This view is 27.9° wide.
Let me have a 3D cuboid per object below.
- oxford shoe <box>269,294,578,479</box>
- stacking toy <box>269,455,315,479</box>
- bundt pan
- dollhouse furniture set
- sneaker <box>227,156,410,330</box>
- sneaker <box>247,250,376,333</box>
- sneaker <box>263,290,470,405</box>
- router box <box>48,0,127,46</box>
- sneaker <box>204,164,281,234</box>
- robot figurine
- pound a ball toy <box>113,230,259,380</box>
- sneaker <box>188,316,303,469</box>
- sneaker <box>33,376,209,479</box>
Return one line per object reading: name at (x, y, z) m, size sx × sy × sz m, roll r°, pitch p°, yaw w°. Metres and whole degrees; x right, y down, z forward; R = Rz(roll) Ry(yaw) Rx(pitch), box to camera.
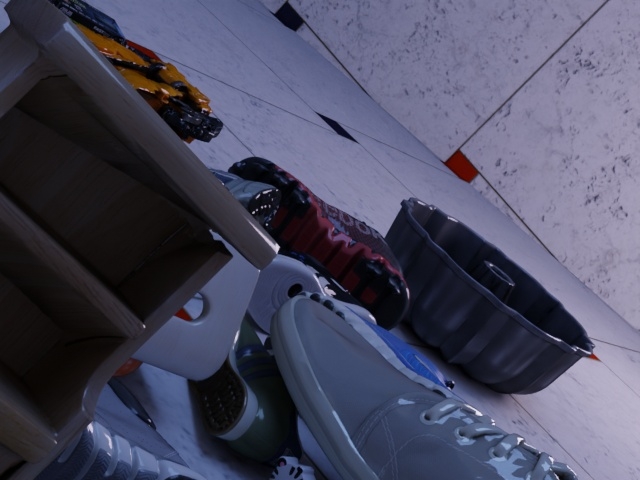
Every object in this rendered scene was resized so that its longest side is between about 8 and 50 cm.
oxford shoe at (0.118, 0.190, 0.982) m, size 0.169 × 0.130 × 0.449 m, roll 22°, pitch 23°, yaw -54°
stacking toy at (0.063, 0.254, 0.996) m, size 0.221 × 0.052 × 0.167 m, roll 47°, pitch 16°, yaw 31°
bundt pan at (0.208, 0.090, 1.755) m, size 0.331 × 0.124 × 0.331 m, roll 35°, pitch 13°, yaw -9°
dollhouse furniture set at (-0.092, 0.096, 0.495) m, size 0.362 × 0.256 × 0.394 m, roll 48°, pitch -5°, yaw -37°
sneaker at (0.000, 0.000, 1.576) m, size 0.276 × 0.097 × 0.135 m, roll 41°, pitch 14°, yaw 4°
sneaker at (-0.040, 0.048, 1.382) m, size 0.217 × 0.079 × 0.121 m, roll 35°, pitch 8°, yaw -48°
sneaker at (0.095, 0.169, 1.195) m, size 0.147 × 0.130 × 0.330 m, roll 16°, pitch 25°, yaw -52°
router box at (-0.345, -0.317, 1.864) m, size 0.122 × 0.038 × 0.092 m, roll 28°, pitch 16°, yaw -35°
sneaker at (-0.152, -0.032, 1.345) m, size 0.122 × 0.110 × 0.283 m, roll 23°, pitch 6°, yaw 18°
robot figurine at (-0.248, -0.188, 1.592) m, size 0.211 × 0.085 × 0.291 m, roll 45°, pitch 16°, yaw 25°
pound a ball toy at (-0.205, 0.018, 0.994) m, size 0.319 × 0.135 × 0.208 m, roll 27°, pitch -7°, yaw -40°
sneaker at (-0.059, 0.129, 1.089) m, size 0.086 × 0.064 × 0.192 m, roll 40°, pitch 12°, yaw -23°
sneaker at (-0.174, 0.116, 0.809) m, size 0.229 × 0.086 × 0.132 m, roll 39°, pitch 4°, yaw -41°
